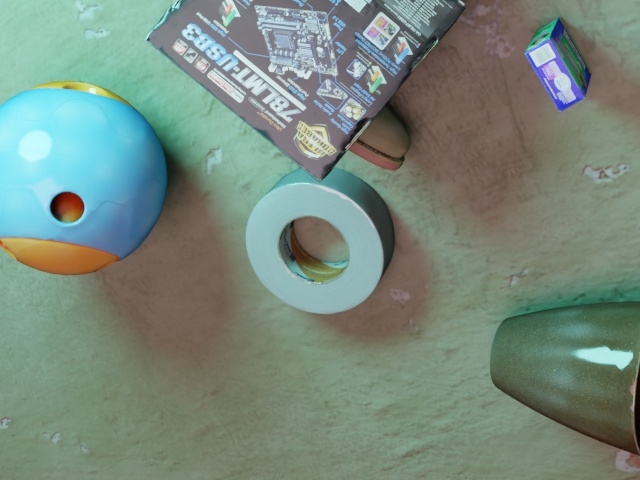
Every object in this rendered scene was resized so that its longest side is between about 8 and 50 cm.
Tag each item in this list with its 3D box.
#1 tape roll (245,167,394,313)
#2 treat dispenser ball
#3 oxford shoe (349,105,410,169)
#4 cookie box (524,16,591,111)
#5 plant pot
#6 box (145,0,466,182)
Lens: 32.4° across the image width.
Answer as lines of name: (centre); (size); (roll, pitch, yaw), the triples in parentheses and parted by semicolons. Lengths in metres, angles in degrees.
tape roll: (0.000, 0.000, 1.670); (0.219, 0.072, 0.219); (9, 119, 17)
treat dispenser ball: (-0.373, -0.092, 1.633); (0.288, 0.288, 0.288); (8, 118, 16)
oxford shoe: (0.003, -0.266, 1.501); (0.146, 0.140, 0.397); (-40, 102, 19)
cookie box: (0.309, -0.229, 1.420); (0.040, 0.107, 0.092); (-27, 105, 28)
plant pot: (0.367, 0.177, 1.566); (0.230, 0.215, 0.215); (8, 119, 32)
box: (-0.019, -0.278, 1.404); (0.295, 0.073, 0.293); (39, 103, -4)
